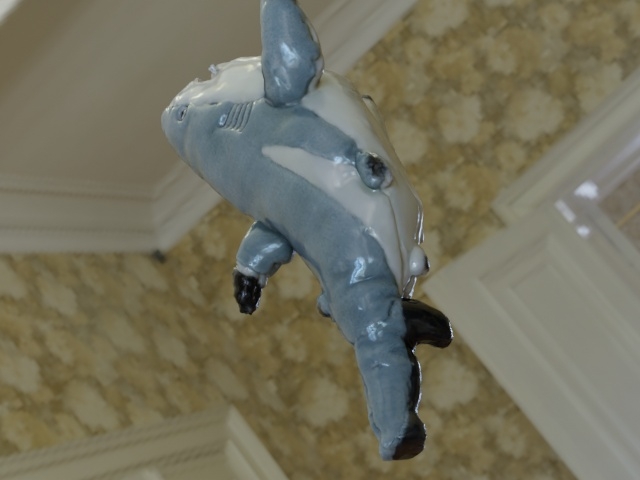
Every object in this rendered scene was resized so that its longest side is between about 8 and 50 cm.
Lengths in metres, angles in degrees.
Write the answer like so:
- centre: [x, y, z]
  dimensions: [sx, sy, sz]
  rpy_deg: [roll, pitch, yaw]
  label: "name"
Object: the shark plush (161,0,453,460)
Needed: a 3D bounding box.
- centre: [0.000, 0.000, 0.385]
  dimensions: [0.067, 0.161, 0.073]
  rpy_deg: [-32, -27, 9]
  label: "shark plush"
